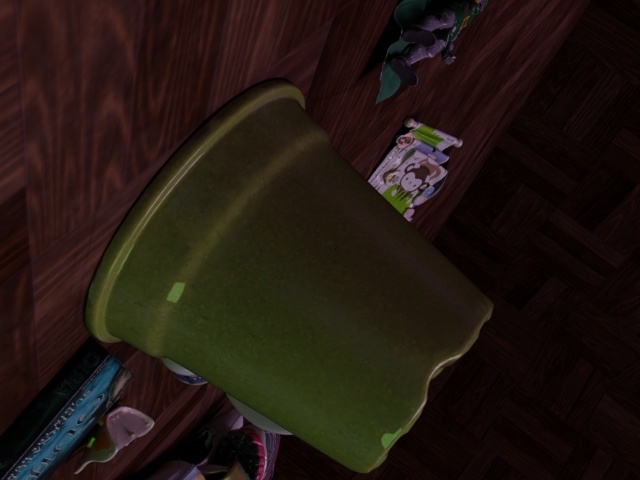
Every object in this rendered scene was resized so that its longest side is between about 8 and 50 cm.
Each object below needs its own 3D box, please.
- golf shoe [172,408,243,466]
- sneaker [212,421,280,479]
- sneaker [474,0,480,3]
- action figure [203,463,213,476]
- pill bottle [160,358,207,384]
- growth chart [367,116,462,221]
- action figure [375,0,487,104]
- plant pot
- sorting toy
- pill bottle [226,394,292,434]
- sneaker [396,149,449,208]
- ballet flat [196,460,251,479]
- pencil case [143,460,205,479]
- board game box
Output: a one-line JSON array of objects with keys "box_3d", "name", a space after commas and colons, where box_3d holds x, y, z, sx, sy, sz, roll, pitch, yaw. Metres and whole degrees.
[{"box_3d": [-0.197, 0.366, 1.572, 0.186, 0.067, 0.086, -43, 165, -45], "name": "golf shoe"}, {"box_3d": [-0.144, 0.463, 1.574, 0.112, 0.121, 0.299, -18, 134, -60], "name": "sneaker"}, {"box_3d": [0.150, -0.285, 0.820, 0.084, 0.069, 0.185, -50, 173, 14], "name": "sneaker"}, {"box_3d": [-0.289, 0.520, 1.635, 0.185, 0.099, 0.285, -50, 170, 32], "name": "action figure"}, {"box_3d": [-0.136, 0.112, 0.911, 0.067, 0.067, 0.120, -50, 171, -14], "name": "pill bottle"}, {"box_3d": [0.135, -0.092, 1.416, 0.172, 0.021, 0.237, 6, 127, -43], "name": "growth chart"}, {"box_3d": [0.139, -0.245, 0.968, 0.232, 0.063, 0.137, -48, 167, -49], "name": "action figure"}, {"box_3d": [-0.007, 0.051, 0.730, 0.276, 0.254, 0.276, -51, 171, -11], "name": "plant pot"}, {"box_3d": [-0.233, 0.219, 0.931, 0.075, 0.045, 0.083, -48, 173, 17], "name": "sorting toy"}, {"box_3d": [-0.002, 0.140, 1.305, 0.188, 0.188, 0.334, -57, 170, 24], "name": "pill bottle"}, {"box_3d": [0.182, -0.130, 1.527, 0.222, 0.083, 0.118, -43, 167, -41], "name": "sneaker"}, {"box_3d": [-0.231, 0.426, 1.485, 0.232, 0.073, 0.080, -16, -167, 9], "name": "ballet flat"}, {"box_3d": [-0.261, 0.418, 1.317, 0.273, 0.113, 0.124, 14, 92, -80], "name": "pencil case"}, {"box_3d": [-0.242, 0.175, 0.754, 0.186, 0.026, 0.126, -50, 170, -15], "name": "board game box"}]
